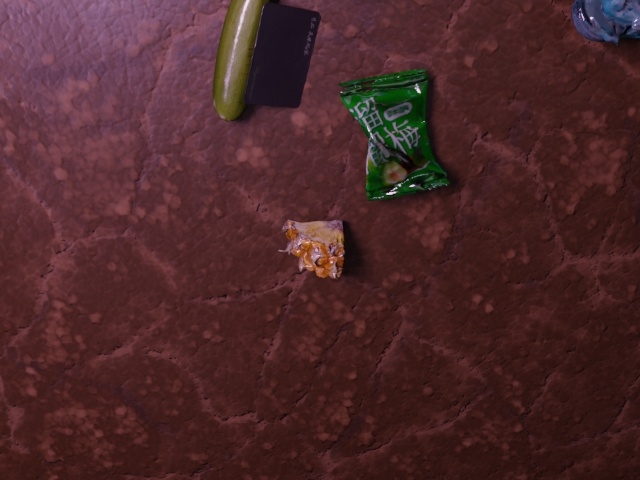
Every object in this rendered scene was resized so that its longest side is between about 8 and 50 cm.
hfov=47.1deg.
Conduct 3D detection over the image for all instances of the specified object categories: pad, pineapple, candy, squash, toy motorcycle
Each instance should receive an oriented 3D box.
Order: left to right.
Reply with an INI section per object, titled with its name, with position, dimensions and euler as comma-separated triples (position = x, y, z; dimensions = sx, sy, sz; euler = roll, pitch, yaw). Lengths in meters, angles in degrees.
[squash]
position = -0.121, -0.306, 1.131
dimensions = 0.066, 0.066, 0.252
euler = 13, 110, -10
[pad]
position = -0.059, -0.285, 1.146
dimensions = 0.112, 0.003, 0.157
euler = -4, 118, -40
[pineapple]
position = 0.000, 0.000, 1.260
dimensions = 0.137, 0.116, 0.069
euler = 36, 138, 24
[candy]
position = 0.118, -0.172, 1.204
dimensions = 0.141, 0.078, 0.203
euler = -15, 102, -10
[toy motorcycle]
position = 0.497, -0.395, 1.111
dimensions = 0.260, 0.154, 0.206
euler = -1, 90, -12
